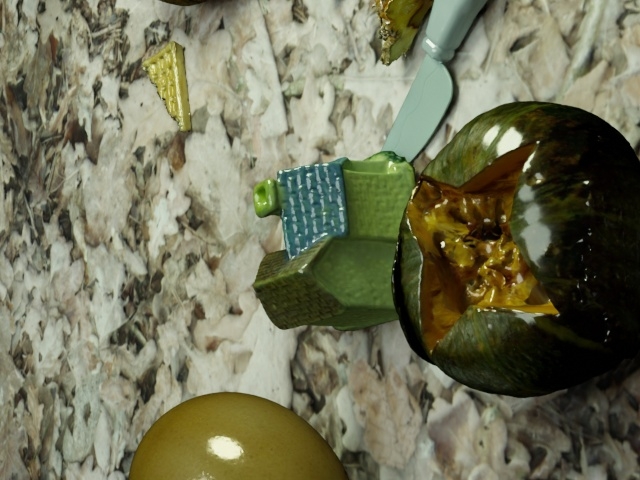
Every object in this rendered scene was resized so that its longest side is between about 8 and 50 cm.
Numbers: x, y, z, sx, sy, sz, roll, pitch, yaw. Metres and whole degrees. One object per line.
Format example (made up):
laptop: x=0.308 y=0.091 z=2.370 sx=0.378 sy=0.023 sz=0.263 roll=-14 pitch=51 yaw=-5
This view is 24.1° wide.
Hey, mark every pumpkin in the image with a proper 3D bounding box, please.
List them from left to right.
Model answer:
pumpkin: x=0.215 y=0.009 z=1.555 sx=0.320 sy=0.192 sz=0.320 roll=-5 pitch=83 yaw=52

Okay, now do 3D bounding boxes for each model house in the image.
model house: x=0.000 y=0.000 z=1.827 sx=0.195 sy=0.189 sz=0.214 roll=-14 pitch=78 yaw=48

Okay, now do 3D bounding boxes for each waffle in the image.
waffle: x=-0.234 y=-0.220 z=2.285 sx=0.097 sy=0.023 sz=0.152 roll=-28 pitch=65 yaw=48

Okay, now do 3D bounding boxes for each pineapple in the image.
pineapple: x=0.099 y=-0.272 z=1.855 sx=0.114 sy=0.077 sz=0.114 roll=-92 pitch=8 yaw=-73

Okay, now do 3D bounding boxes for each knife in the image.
knife: x=0.136 y=-0.197 z=1.812 sx=0.080 sy=0.044 sz=0.331 roll=42 pitch=123 yaw=38

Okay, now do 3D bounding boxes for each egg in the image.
egg: x=-0.095 y=0.320 z=1.856 sx=0.322 sy=0.250 sz=0.250 roll=17 pitch=98 yaw=45

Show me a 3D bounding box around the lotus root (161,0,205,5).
lotus root: x=-0.200 y=-0.417 z=2.186 sx=0.260 sy=0.128 sz=0.145 roll=16 pitch=88 yaw=50
